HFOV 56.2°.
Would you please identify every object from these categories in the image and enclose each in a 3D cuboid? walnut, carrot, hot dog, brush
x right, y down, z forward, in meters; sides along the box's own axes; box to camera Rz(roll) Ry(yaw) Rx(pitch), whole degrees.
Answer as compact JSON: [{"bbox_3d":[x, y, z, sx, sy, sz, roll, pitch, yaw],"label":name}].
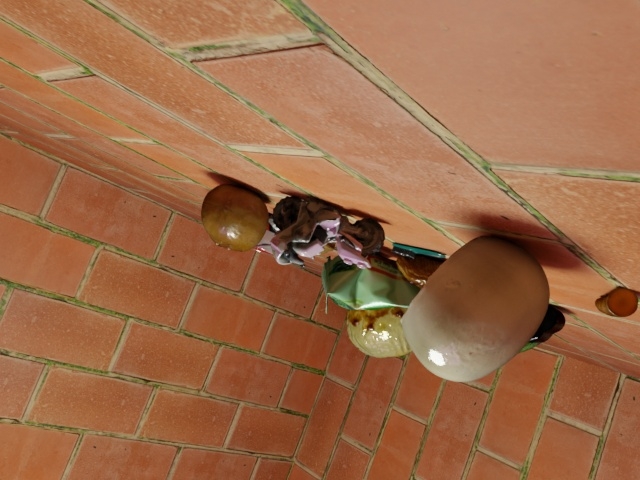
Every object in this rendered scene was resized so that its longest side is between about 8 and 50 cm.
[{"bbox_3d":[-0.001,-0.005,1.922,0.105,0.105,0.124,14,164,45],"label":"walnut"},{"bbox_3d":[-0.253,-0.059,1.830,0.203,0.203,0.298,19,165,17],"label":"walnut"},{"bbox_3d":[0.650,0.142,1.343,0.061,0.061,0.210,19,177,15],"label":"carrot"},{"bbox_3d":[0.331,0.100,1.768,0.227,0.099,0.160,13,173,35],"label":"hot dog"},{"bbox_3d":[0.274,0.038,1.706,0.043,0.032,0.193,27,172,-40],"label":"brush"}]

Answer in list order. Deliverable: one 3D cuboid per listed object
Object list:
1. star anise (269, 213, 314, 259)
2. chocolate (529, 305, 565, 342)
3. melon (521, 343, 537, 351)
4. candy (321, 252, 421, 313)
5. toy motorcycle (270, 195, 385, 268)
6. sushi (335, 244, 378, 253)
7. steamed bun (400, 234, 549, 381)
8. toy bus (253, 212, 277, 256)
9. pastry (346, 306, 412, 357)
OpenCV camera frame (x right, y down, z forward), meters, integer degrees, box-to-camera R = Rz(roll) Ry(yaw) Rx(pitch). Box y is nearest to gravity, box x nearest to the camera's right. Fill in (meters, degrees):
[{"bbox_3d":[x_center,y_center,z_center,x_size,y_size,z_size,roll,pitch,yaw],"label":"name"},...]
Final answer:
[{"bbox_3d":[-0.086,-0.014,1.998,0.230,0.081,0.262,40,-169,-20],"label":"star anise"},{"bbox_3d":[0.676,0.254,1.841,0.080,0.148,0.125,23,-150,-25],"label":"chocolate"},{"bbox_3d":[0.645,0.299,2.105,0.343,0.226,0.331,23,131,-7],"label":"melon"},{"bbox_3d":[0.201,0.145,1.931,0.398,0.172,0.263,8,-154,-1],"label":"candy"},{"bbox_3d":[0.000,0.000,1.565,0.327,0.188,0.143,18,166,24],"label":"toy motorcycle"},{"bbox_3d":[0.144,0.039,2.113,0.201,0.031,0.139,18,173,-3],"label":"sushi"},{"bbox_3d":[0.328,0.152,1.227,0.206,0.324,0.324,47,-176,23],"label":"steamed bun"},{"bbox_3d":[-0.258,-0.051,2.151,0.303,0.147,0.127,24,178,-16],"label":"toy bus"},{"bbox_3d":[0.282,0.295,2.443,0.388,0.312,0.388,-21,-174,2],"label":"pastry"}]
